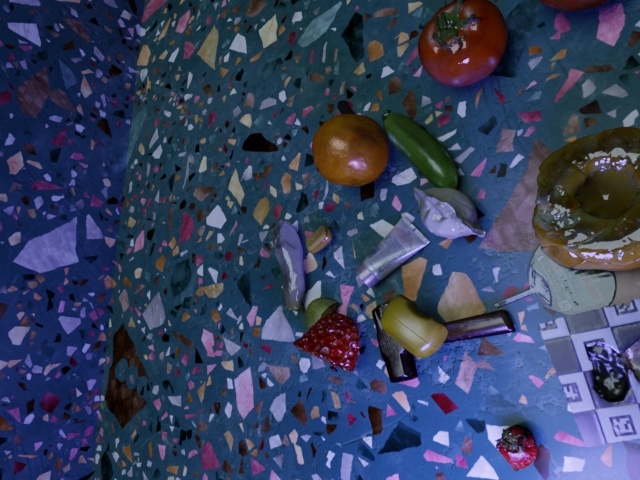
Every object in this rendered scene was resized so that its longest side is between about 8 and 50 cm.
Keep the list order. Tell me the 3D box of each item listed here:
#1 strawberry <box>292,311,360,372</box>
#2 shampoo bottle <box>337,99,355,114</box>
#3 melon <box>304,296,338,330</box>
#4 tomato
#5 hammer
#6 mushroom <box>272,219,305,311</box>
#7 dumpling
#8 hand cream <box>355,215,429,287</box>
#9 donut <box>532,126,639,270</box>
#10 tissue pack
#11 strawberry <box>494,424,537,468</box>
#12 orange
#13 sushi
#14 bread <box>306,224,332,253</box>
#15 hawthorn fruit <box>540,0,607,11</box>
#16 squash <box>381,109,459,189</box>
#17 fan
[{"bbox_3d":[0.036,0.324,1.588,0.234,0.234,0.177,14,75,40],"label":"strawberry"},{"bbox_3d":[0.103,-0.469,1.799,0.048,0.027,0.137,-44,57,26],"label":"shampoo bottle"},{"bbox_3d":[-0.019,0.267,1.716,0.128,0.079,0.160,35,104,43],"label":"melon"},{"bbox_3d":[0.424,-0.587,1.438,0.256,0.225,0.255,-13,69,38],"label":"tomato"},{"bbox_3d":[0.353,0.269,1.413,0.409,0.095,0.242,-20,69,32],"label":"hammer"},{"bbox_3d":[-0.113,0.095,1.818,0.109,0.097,0.351,-22,71,35],"label":"mushroom"},{"bbox_3d":[0.361,-0.087,1.409,0.258,0.193,0.147,43,103,39],"label":"dumpling"},{"bbox_3d":[0.224,0.042,1.578,0.248,0.083,0.133,-43,58,11],"label":"hand cream"},{"bbox_3d":[0.686,-0.089,1.163,0.361,0.170,0.360,-13,67,33],"label":"donut"},{"bbox_3d":[0.259,0.247,1.363,0.178,0.123,0.127,35,91,31],"label":"tissue pack"},{"bbox_3d":[0.509,0.530,1.237,0.106,0.106,0.106,-9,76,37],"label":"strawberry"},{"bbox_3d":[0.102,-0.304,1.622,0.261,0.261,0.260,-9,76,37],"label":"orange"},{"bbox_3d":[0.742,0.278,1.103,0.373,0.100,0.296,-22,77,23],"label":"sushi"},{"bbox_3d":[0.000,0.000,1.769,0.115,0.056,0.082,-47,34,19],"label":"bread"},{"bbox_3d":[0.668,-0.759,1.245,0.295,0.295,0.311,-34,104,29],"label":"hawthorn fruit"},{"bbox_3d":[0.313,-0.303,1.549,0.107,0.107,0.395,-48,54,21],"label":"squash"},{"bbox_3d":[0.632,0.126,1.266,0.223,0.012,0.294,43,108,35],"label":"fan"}]
